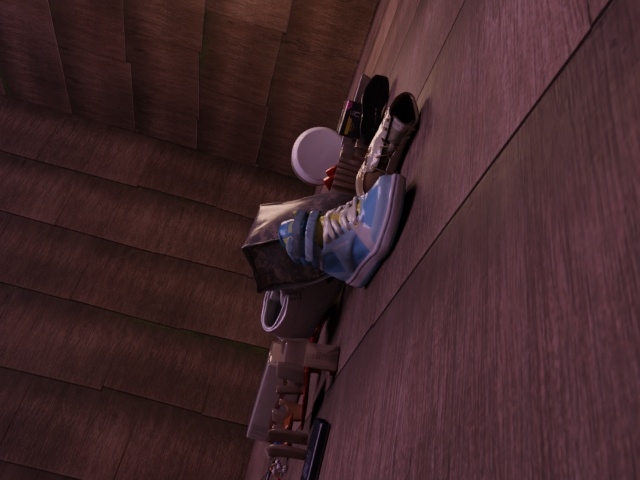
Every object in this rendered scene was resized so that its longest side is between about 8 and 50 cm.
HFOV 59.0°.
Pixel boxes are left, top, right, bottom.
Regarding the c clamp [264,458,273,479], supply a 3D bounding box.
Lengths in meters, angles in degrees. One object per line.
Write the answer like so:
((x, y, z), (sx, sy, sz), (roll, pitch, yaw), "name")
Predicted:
((-0.185, 0.842, 1.976), (0.137, 0.022, 0.160), (-65, -11, -87), "c clamp")

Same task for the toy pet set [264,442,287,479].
((-0.117, 0.652, 1.669), (0.122, 0.065, 0.114), (108, 141, -62), "toy pet set")

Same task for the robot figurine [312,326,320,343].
((-0.038, 0.240, 1.787), (0.211, 0.085, 0.290), (-95, 21, -75), "robot figurine")

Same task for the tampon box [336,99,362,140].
((0.121, -0.413, 1.953), (0.161, 0.102, 0.120), (-94, 20, -77), "tampon box")

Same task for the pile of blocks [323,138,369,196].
((0.055, -0.153, 1.819), (0.149, 0.113, 0.362), (149, 137, -83), "pile of blocks")

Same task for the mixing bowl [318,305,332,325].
((-0.033, 0.182, 1.609), (0.098, 0.182, 0.181), (38, -119, -51), "mixing bowl")

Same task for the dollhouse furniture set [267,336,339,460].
((-0.035, 0.353, 1.357), (0.262, 0.135, 0.259), (-79, -5, -48), "dollhouse furniture set")

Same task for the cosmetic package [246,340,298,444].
((-0.142, 0.507, 1.875), (0.153, 0.129, 0.296), (-82, 8, -68), "cosmetic package")

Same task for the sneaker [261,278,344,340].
((-0.043, 0.127, 1.475), (0.169, 0.108, 0.292), (39, -107, -50), "sneaker")

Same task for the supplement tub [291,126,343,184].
((-0.005, -0.357, 2.430), (0.331, 0.241, 0.241), (-126, 52, -84), "supplement tub")

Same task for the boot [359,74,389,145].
((0.153, -0.391, 1.717), (0.137, 0.077, 0.197), (-31, -43, -89), "boot")

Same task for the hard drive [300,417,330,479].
((-0.012, 0.442, 1.177), (0.094, 0.022, 0.135), (125, 160, -77), "hard drive")

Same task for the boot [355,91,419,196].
((0.137, -0.181, 1.150), (0.165, 0.077, 0.213), (117, 171, -58), "boot")

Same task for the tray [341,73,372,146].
((0.146, -0.469, 2.088), (0.145, 0.030, 0.270), (-19, -52, -69), "tray")

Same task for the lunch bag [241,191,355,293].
((-0.021, -0.003, 1.413), (0.235, 0.287, 0.168), (-80, -23, -60), "lunch bag")

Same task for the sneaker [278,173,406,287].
((0.030, -0.029, 1.091), (0.319, 0.208, 0.127), (112, 174, -51), "sneaker")
